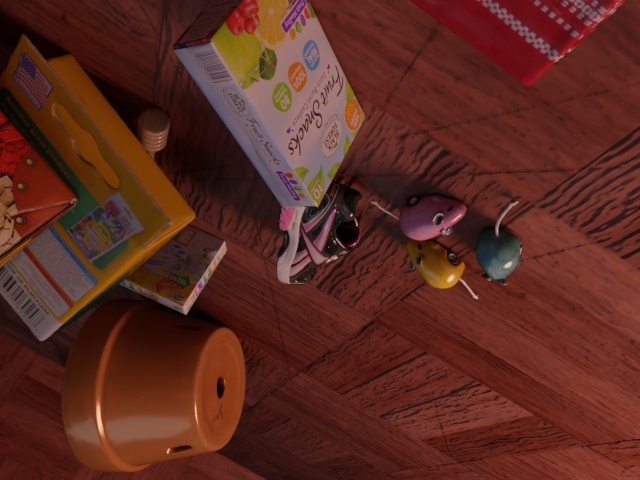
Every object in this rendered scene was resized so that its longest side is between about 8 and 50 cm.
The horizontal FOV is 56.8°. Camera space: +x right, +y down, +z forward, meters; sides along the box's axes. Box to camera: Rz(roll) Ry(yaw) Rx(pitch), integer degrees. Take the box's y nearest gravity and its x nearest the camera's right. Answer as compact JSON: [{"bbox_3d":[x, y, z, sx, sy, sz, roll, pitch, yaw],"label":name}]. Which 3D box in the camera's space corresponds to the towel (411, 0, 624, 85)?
[{"bbox_3d":[0.093,-0.201,0.234,0.198,0.031,0.275,34,148,-6],"label":"towel"}]

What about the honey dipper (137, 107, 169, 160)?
[{"bbox_3d":[-0.186,-0.088,0.646,0.030,0.030,0.161,31,152,-5],"label":"honey dipper"}]

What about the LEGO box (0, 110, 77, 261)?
[{"bbox_3d":[-0.537,-0.042,0.579,0.500,0.193,0.372,-25,109,38],"label":"LEGO box"}]

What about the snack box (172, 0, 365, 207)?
[{"bbox_3d":[-0.026,-0.106,0.409,0.037,0.100,0.141,3,141,36],"label":"snack box"}]

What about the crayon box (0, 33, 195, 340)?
[{"bbox_3d":[-0.271,-0.041,0.624,0.323,0.083,0.203,-32,97,40],"label":"crayon box"}]

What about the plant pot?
[{"bbox_3d":[-0.256,0.243,1.001,0.203,0.291,0.291,-2,142,15],"label":"plant pot"}]

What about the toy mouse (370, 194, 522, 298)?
[{"bbox_3d":[0.122,0.003,0.525,0.161,0.031,0.143,35,150,-12],"label":"toy mouse"}]

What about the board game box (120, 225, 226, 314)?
[{"bbox_3d":[-0.213,0.017,0.755,0.154,0.103,0.026,22,150,10],"label":"board game box"}]

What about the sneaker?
[{"bbox_3d":[0.000,0.000,0.590,0.077,0.072,0.178,14,155,3],"label":"sneaker"}]
